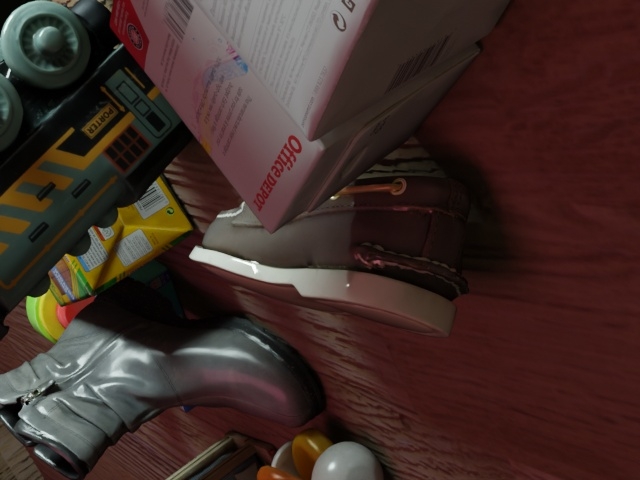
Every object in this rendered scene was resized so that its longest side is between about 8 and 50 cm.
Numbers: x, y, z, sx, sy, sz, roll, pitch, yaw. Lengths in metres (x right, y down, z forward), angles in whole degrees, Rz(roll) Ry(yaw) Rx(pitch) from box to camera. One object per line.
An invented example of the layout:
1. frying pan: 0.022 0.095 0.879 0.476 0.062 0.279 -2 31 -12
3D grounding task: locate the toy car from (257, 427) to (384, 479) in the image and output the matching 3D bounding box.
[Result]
1. toy car: 0.002 0.288 1.122 0.182 0.136 0.159 59 155 -7

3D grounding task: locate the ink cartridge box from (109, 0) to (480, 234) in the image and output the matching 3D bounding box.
1. ink cartridge box: -0.021 -0.121 0.671 0.176 0.127 0.128 53 155 7

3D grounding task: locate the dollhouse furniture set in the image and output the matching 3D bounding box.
1. dollhouse furniture set: -0.093 0.355 1.385 0.129 0.129 0.184 -1 119 61

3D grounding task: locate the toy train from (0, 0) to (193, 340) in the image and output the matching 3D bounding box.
1. toy train: -0.264 -0.062 0.969 0.190 0.334 0.142 45 155 -14

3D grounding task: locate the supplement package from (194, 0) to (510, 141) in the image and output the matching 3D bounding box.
1. supplement package: -0.015 -0.200 0.552 0.244 0.139 0.134 52 154 11

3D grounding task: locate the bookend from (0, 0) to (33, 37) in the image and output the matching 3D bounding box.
1. bookend: -0.378 -0.219 1.158 0.072 0.157 0.156 35 149 36

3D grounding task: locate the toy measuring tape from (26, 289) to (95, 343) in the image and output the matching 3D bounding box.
1. toy measuring tape: -0.366 0.035 1.501 0.121 0.121 0.330 9 129 58

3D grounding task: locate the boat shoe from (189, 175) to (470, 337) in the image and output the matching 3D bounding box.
1. boat shoe: 0.000 0.000 0.823 0.116 0.097 0.324 21 173 -26

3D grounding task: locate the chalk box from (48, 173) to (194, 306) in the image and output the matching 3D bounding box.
1. chalk box: -0.250 -0.018 1.204 0.132 0.132 0.213 59 155 -5

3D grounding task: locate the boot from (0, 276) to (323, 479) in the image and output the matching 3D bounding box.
1. boot: -0.180 0.173 1.165 0.338 0.222 0.118 14 134 37

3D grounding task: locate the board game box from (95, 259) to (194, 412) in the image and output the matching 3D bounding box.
1. board game box: -0.222 0.096 1.396 0.160 0.047 0.210 28 143 44
